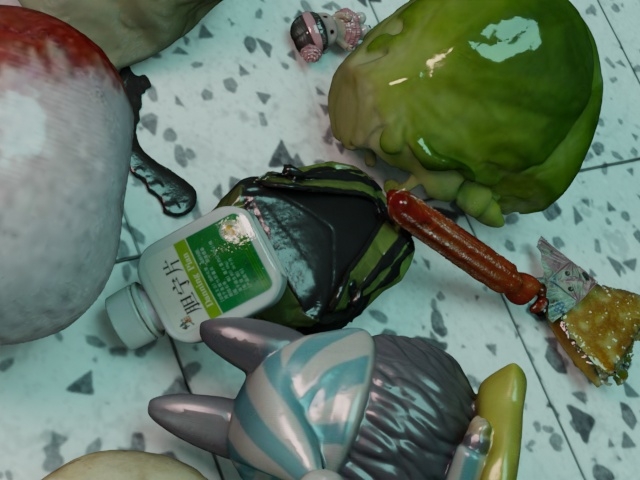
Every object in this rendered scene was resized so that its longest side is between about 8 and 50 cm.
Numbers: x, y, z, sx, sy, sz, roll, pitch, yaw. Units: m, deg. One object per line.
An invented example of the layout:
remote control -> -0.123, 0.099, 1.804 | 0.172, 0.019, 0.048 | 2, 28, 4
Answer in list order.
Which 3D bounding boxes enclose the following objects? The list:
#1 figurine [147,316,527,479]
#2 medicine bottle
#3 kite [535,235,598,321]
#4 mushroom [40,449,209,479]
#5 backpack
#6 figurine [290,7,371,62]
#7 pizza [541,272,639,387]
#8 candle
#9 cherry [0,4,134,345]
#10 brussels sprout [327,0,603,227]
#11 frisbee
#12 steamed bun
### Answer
figurine -> -0.001, 0.254, 1.184 | 0.378, 0.266, 0.361 | 12, 39, 2
medicine bottle -> -0.135, 0.047, 1.241 | 0.183, 0.069, 0.119 | -28, 86, 5
kite -> 0.306, 0.052, 1.593 | 0.152, 0.005, 0.137 | 4, 58, -7
mushroom -> -0.182, 0.311, 1.060 | 0.255, 0.184, 0.255 | 13, 62, -25
backpack -> 0.000, 0.000, 1.374 | 0.253, 0.140, 0.207 | -24, 81, -45
figurine -> 0.013, -0.280, 1.594 | 0.129, 0.054, 0.072 | -16, 89, -45
pizza -> 0.399, 0.115, 1.625 | 0.195, 0.052, 0.185 | -10, 64, -31
candle -> 0.185, 0.015, 1.457 | 0.329, 0.051, 0.048 | 32, 71, -41
cherry -> -0.334, -0.055, 1.103 | 0.335, 0.291, 0.326 | -18, 105, -25
brussels sprout -> 0.200, -0.200, 1.520 | 0.371, 0.314, 0.276 | 1, 25, -28
frisbee -> -0.237, -0.132, 1.375 | 0.211, 0.012, 0.187 | 17, 57, -23
steamed bun -> -0.228, -0.408, 1.376 | 0.342, 0.255, 0.367 | 37, 53, -14
